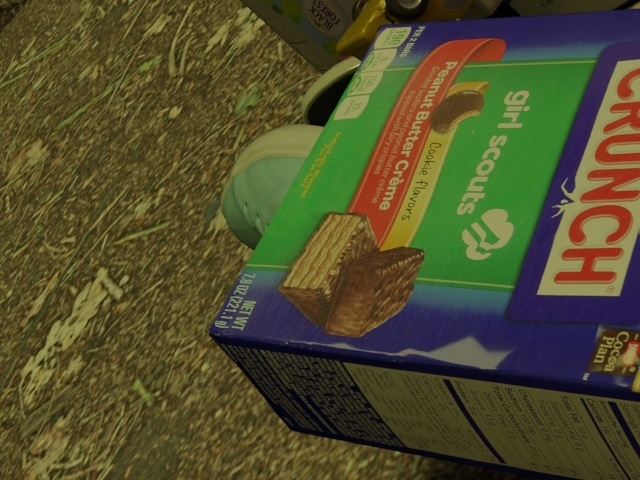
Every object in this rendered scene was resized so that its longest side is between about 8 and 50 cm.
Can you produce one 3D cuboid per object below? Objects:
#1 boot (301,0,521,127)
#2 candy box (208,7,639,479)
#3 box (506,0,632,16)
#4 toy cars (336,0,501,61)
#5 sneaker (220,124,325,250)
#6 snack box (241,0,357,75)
[{"bbox_3d":[0.093,-0.191,1.395,0.244,0.088,0.176,-29,30,25],"label":"boot"},{"bbox_3d":[0.130,-0.004,0.904,0.317,0.122,0.268,4,55,39],"label":"candy box"},{"bbox_3d":[0.227,-0.250,1.253,0.126,0.072,0.137,-30,30,42],"label":"box"},{"bbox_3d":[0.126,-0.271,1.295,0.176,0.087,0.393,-44,15,38],"label":"toy cars"},{"bbox_3d":[0.000,0.000,1.209,0.150,0.135,0.366,-54,23,-20],"label":"sneaker"},{"bbox_3d":[0.024,-0.261,1.460,0.174,0.207,0.070,-54,24,-11],"label":"snack box"}]
